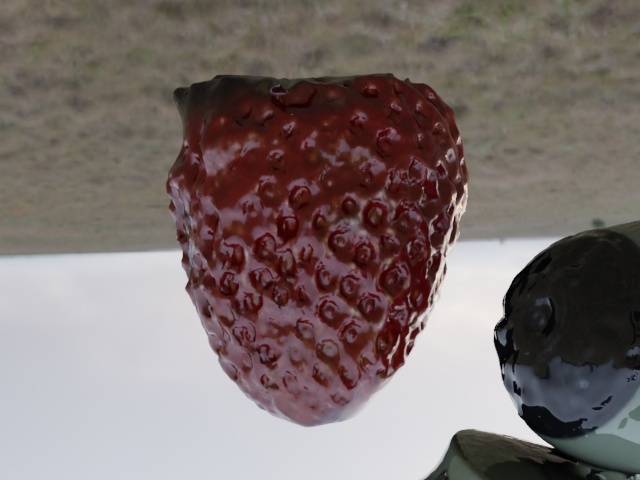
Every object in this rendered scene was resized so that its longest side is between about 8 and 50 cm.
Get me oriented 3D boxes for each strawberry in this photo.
[{"bbox_3d":[0.001,-0.009,0.910,0.292,0.309,0.292,-5,-171,1],"label":"strawberry"}]

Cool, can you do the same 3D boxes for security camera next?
[{"bbox_3d":[0.180,0.125,0.613,0.191,0.277,0.197,22,-172,-21],"label":"security camera"}]
